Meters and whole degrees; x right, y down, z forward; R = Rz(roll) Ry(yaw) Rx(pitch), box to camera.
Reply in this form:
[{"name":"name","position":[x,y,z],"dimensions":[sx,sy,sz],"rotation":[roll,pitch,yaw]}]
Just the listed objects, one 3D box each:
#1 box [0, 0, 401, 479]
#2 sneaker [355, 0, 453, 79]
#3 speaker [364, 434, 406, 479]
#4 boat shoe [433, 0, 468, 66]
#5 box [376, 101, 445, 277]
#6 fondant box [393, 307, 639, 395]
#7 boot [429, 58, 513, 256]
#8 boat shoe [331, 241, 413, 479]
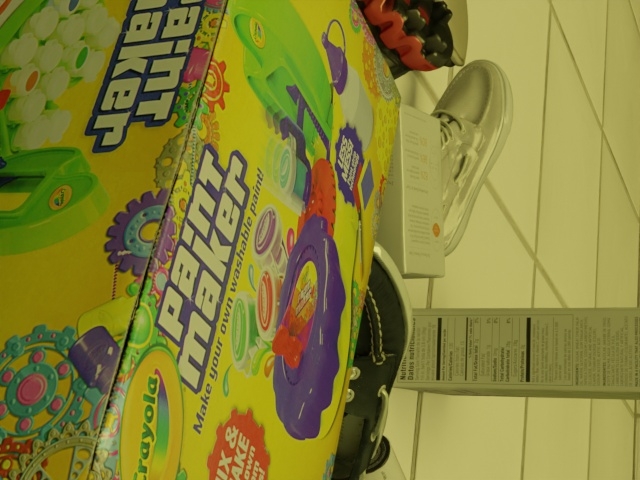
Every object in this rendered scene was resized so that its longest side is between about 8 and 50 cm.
[{"name":"box","position":[-0.139,0.009,0.537],"dimensions":[0.177,0.279,0.290],"rotation":[56,40,-50]},{"name":"sneaker","position":[-0.003,-0.244,1.100],"dimensions":[0.276,0.135,0.098],"rotation":[48,34,-22]},{"name":"speaker","position":[0.066,0.260,1.261],"dimensions":[0.055,0.055,0.136],"rotation":[-70,148,-41]},{"name":"boat shoe","position":[0.094,-0.296,1.360],"dimensions":[0.335,0.095,0.112],"rotation":[46,50,-64]},{"name":"box","position":[0.063,-0.046,1.239],"dimensions":[0.130,0.091,0.170],"rotation":[8,80,-66]},{"name":"fondant box","position":[0.273,0.134,1.404],"dimensions":[0.238,0.330,0.096],"rotation":[22,70,-65]},{"name":"boot","position":[0.144,-0.112,1.391],"dimensions":[0.123,0.095,0.258],"rotation":[40,64,-56]},{"name":"boat shoe","position":[0.011,0.121,1.014],"dimensions":[0.302,0.114,0.091],"rotation":[85,23,-43]}]
